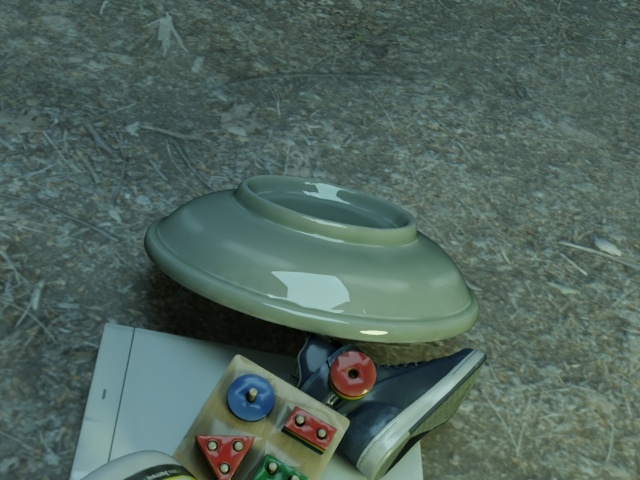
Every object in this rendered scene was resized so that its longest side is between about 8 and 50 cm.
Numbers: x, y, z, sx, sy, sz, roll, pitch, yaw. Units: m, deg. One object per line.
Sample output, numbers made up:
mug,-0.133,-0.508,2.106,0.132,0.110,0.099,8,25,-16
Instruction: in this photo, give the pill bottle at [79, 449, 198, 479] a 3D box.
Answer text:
pill bottle,-0.080,0.337,0.935,0.334,0.188,0.188,39,40,27

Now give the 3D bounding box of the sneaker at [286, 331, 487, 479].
sneaker,0.066,0.139,1.272,0.163,0.086,0.226,37,41,22

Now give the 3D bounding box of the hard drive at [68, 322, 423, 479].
hard drive,-0.069,0.204,1.243,0.353,0.047,0.233,12,36,-8

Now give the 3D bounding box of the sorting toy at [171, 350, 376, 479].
sorting toy,-0.062,0.200,1.131,0.132,0.046,0.274,31,70,3

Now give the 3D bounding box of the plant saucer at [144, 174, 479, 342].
plant saucer,0.000,0.000,1.393,0.400,0.101,0.400,13,15,-3
